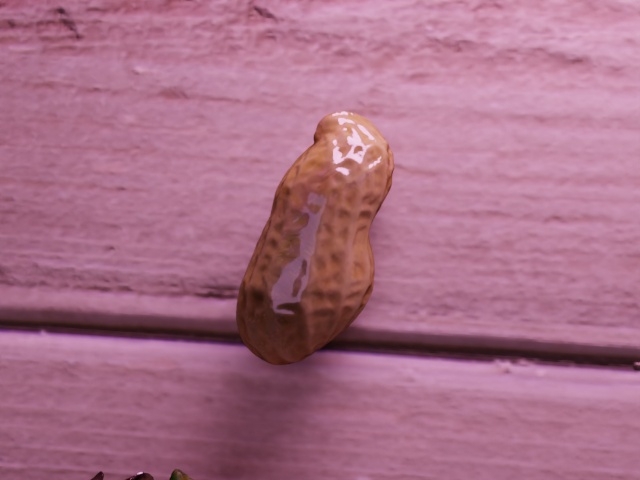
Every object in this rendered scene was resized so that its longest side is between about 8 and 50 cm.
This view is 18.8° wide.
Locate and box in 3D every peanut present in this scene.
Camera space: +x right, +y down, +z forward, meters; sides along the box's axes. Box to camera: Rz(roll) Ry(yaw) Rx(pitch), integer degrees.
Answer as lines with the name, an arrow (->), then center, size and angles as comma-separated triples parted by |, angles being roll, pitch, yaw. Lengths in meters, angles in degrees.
peanut -> 0.000, 0.000, 1.413 | 0.093, 0.083, 0.194 | 22, 85, 14

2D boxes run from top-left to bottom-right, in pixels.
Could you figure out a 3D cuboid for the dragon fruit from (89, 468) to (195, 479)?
dragon fruit -> -0.147, 0.298, 1.323 | 0.234, 0.234, 0.293 | 27, 81, 15
